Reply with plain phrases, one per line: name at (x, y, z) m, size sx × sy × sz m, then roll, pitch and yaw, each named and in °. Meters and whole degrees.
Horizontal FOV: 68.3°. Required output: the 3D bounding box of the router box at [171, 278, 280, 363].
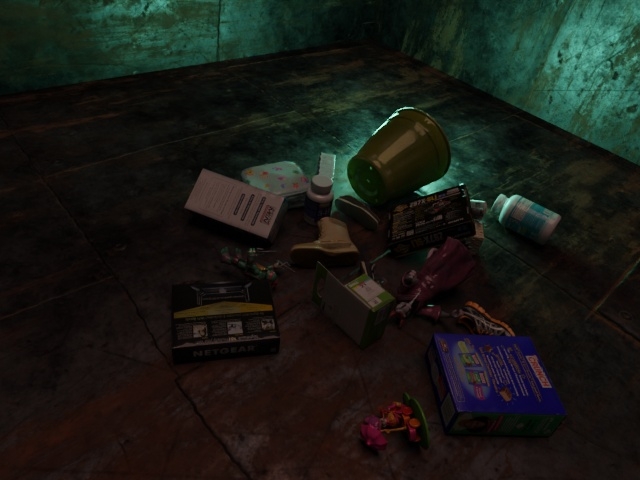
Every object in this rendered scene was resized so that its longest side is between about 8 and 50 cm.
router box at (-0.292, 0.236, 1.432) m, size 0.308 × 0.081 × 0.243 m, roll -2°, pitch 41°, yaw -15°

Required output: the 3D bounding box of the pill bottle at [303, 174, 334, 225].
pill bottle at (-0.006, -0.161, 1.878) m, size 0.111 × 0.187 × 0.112 m, roll 6°, pitch 41°, yaw -5°

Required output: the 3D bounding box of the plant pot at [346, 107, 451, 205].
plant pot at (0.314, -0.338, 2.065) m, size 0.353 × 0.367 × 0.366 m, roll -36°, pitch 57°, yaw -27°

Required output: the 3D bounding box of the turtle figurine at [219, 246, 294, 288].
turtle figurine at (-0.215, 0.084, 1.586) m, size 0.234 × 0.175 × 0.118 m, roll 17°, pitch 76°, yaw 24°

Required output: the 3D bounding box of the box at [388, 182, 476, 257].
box at (0.424, -0.079, 1.833) m, size 0.321 × 0.079 × 0.257 m, roll -18°, pitch 32°, yaw 22°

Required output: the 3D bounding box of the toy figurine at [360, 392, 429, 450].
toy figurine at (0.179, 0.483, 1.241) m, size 0.159 × 0.130 × 0.173 m, roll -9°, pitch 21°, yaw -9°

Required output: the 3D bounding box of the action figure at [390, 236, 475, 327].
action figure at (0.352, 0.139, 1.607) m, size 0.370 × 0.248 × 0.275 m, roll -39°, pitch 19°, yaw -14°

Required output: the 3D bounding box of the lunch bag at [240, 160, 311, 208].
lunch bag at (-0.188, -0.216, 1.963) m, size 0.279 × 0.108 × 0.224 m, roll -15°, pitch 52°, yaw -24°

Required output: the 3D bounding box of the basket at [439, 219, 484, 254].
basket at (0.560, -0.018, 1.895) m, size 0.167 × 0.113 × 0.103 m, roll 10°, pitch 44°, yaw -1°

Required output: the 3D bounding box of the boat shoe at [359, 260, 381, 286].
boat shoe at (0.183, 0.146, 1.649) m, size 0.064 × 0.075 × 0.206 m, roll 0°, pitch 36°, yaw -7°

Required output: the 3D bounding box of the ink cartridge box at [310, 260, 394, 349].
ink cartridge box at (0.093, 0.185, 1.492) m, size 0.097 × 0.189 × 0.255 m, roll -25°, pitch 51°, yaw -34°

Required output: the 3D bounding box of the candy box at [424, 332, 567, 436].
candy box at (0.494, 0.412, 1.368) m, size 0.317 × 0.122 × 0.268 m, roll 4°, pitch 39°, yaw -7°

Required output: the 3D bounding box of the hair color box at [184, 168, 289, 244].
hair color box at (-0.312, -0.127, 1.779) m, size 0.347 × 0.105 × 0.174 m, roll 20°, pitch 79°, yaw 12°

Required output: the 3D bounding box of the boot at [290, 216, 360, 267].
boot at (0.000, 0.000, 1.761) m, size 0.261 × 0.095 × 0.204 m, roll -1°, pitch 42°, yaw -16°

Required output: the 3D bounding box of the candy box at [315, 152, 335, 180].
candy box at (0.012, -0.252, 2.004) m, size 0.070 × 0.165 × 0.196 m, roll 9°, pitch 39°, yaw -4°

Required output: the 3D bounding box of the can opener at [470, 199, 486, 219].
can opener at (0.578, -0.136, 1.958) m, size 0.095 × 0.076 × 0.283 m, roll 8°, pitch 5°, yaw -21°

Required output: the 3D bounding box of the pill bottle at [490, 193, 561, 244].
pill bottle at (0.878, -0.101, 2.033) m, size 0.264 × 0.146 × 0.146 m, roll 33°, pitch 45°, yaw 25°

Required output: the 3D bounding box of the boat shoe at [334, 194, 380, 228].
boat shoe at (0.163, -0.126, 1.955) m, size 0.227 × 0.081 × 0.068 m, roll 34°, pitch 49°, yaw 29°

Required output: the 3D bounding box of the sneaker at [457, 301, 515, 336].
sneaker at (0.546, 0.295, 1.557) m, size 0.083 × 0.084 × 0.215 m, roll -31°, pitch 49°, yaw -27°
